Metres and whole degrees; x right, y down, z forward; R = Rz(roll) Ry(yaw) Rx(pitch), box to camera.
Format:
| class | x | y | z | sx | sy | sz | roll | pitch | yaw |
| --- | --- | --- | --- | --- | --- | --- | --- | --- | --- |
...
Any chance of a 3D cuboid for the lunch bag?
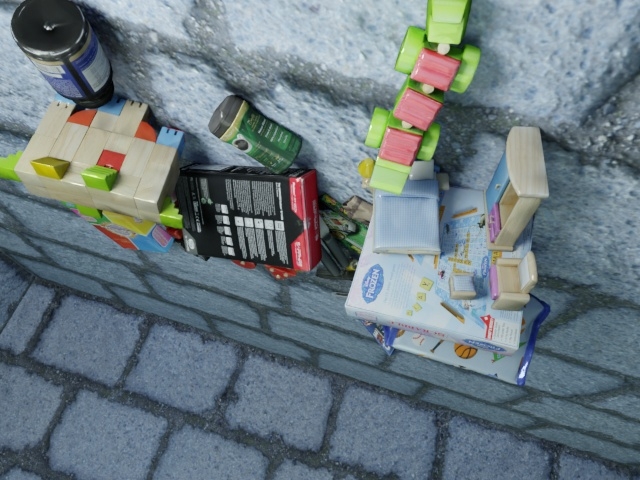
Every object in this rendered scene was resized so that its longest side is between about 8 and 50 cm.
| class | x | y | z | sx | sy | sz | roll | pitch | yaw |
| --- | --- | --- | --- | --- | --- | --- | --- | --- | --- |
| lunch bag | 0.329 | 0.151 | 1.190 | 0.327 | 0.239 | 0.385 | 19 | -173 | 3 |

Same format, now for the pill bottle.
| class | x | y | z | sx | sy | sz | roll | pitch | yaw |
| --- | --- | --- | --- | --- | --- | --- | --- | --- | --- |
| pill bottle | -0.469 | -0.341 | 0.890 | 0.122 | 0.123 | 0.219 | 21 | 167 | -4 |

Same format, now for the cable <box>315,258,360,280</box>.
| class | x | y | z | sx | sy | sz | roll | pitch | yaw |
| --- | --- | --- | --- | --- | --- | --- | --- | --- | --- |
| cable | 0.098 | 0.093 | 1.496 | 0.139 | 0.072 | 0.287 | 12 | 172 | -27 |

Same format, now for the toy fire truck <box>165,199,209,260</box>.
| class | x | y | z | sx | sy | sz | roll | pitch | yaw |
| --- | --- | --- | --- | --- | --- | --- | --- | --- | --- |
| toy fire truck | -0.419 | -0.059 | 1.373 | 0.217 | 0.158 | 0.246 | 16 | 151 | 50 |

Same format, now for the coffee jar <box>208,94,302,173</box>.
| class | x | y | z | sx | sy | sz | roll | pitch | yaw |
| --- | --- | --- | --- | --- | --- | --- | --- | --- | --- |
| coffee jar | -0.135 | -0.218 | 0.974 | 0.184 | 0.079 | 0.096 | 30 | 155 | -23 |

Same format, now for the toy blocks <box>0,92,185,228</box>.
| class | x | y | z | sx | sy | sz | roll | pitch | yaw |
| --- | --- | --- | --- | --- | --- | --- | --- | --- | --- |
| toy blocks | -0.461 | -0.202 | 1.051 | 0.381 | 0.261 | 0.191 | 14 | 153 | -5 |

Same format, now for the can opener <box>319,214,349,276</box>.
| class | x | y | z | sx | sy | sz | roll | pitch | yaw |
| --- | --- | --- | --- | --- | --- | --- | --- | --- | --- |
| can opener | 0.000 | 0.000 | 1.286 | 0.093 | 0.074 | 0.280 | 45 | 175 | 43 |

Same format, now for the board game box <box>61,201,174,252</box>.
| class | x | y | z | sx | sy | sz | roll | pitch | yaw |
| --- | --- | --- | --- | --- | --- | --- | --- | --- | --- |
| board game box | -0.714 | -0.069 | 1.680 | 0.242 | 0.064 | 0.316 | 4 | 151 | 28 |

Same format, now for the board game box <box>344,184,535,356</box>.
| class | x | y | z | sx | sy | sz | roll | pitch | yaw |
| --- | --- | --- | --- | --- | --- | --- | --- | --- | --- |
| board game box | 0.244 | 0.035 | 0.944 | 0.317 | 0.319 | 0.066 | 13 | 154 | 14 |

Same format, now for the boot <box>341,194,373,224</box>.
| class | x | y | z | sx | sy | sz | roll | pitch | yaw |
| --- | --- | --- | --- | --- | --- | --- | --- | --- | --- |
| boot | 0.109 | -0.078 | 1.135 | 0.087 | 0.042 | 0.118 | 39 | 142 | -21 |

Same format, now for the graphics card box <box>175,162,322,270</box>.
| class | x | y | z | sx | sy | sz | roll | pitch | yaw |
| --- | --- | --- | --- | --- | --- | --- | --- | --- | --- |
| graphics card box | -0.181 | -0.064 | 1.166 | 0.370 | 0.094 | 0.233 | 5 | 114 | 23 |

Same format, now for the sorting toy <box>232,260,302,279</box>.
| class | x | y | z | sx | sy | sz | roll | pitch | yaw |
| --- | --- | --- | --- | --- | --- | --- | --- | --- | --- |
| sorting toy | -0.169 | 0.037 | 1.492 | 0.257 | 0.090 | 0.255 | 19 | 155 | -1 |

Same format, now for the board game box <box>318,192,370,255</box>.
| class | x | y | z | sx | sy | sz | roll | pitch | yaw |
| --- | --- | --- | --- | --- | --- | --- | --- | --- | --- |
| board game box | 0.071 | -0.032 | 1.263 | 0.259 | 0.030 | 0.136 | 32 | 149 | -25 |

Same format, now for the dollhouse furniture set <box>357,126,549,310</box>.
| class | x | y | z | sx | sy | sz | roll | pitch | yaw |
| --- | --- | --- | --- | --- | --- | --- | --- | --- | --- |
| dollhouse furniture set | 0.210 | -0.049 | 0.834 | 0.303 | 0.287 | 0.198 | 3 | 152 | 7 |

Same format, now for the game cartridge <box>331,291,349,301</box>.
| class | x | y | z | sx | sy | sz | roll | pitch | yaw |
| --- | --- | --- | --- | --- | --- | --- | --- | --- | --- |
| game cartridge | 0.088 | 0.212 | 1.750 | 0.083 | 0.017 | 0.056 | 4 | 147 | 28 |

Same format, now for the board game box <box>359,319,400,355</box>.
| class | x | y | z | sx | sy | sz | roll | pitch | yaw |
| --- | --- | --- | --- | --- | --- | --- | --- | --- | --- |
| board game box | 0.234 | 0.211 | 1.316 | 0.165 | 0.243 | 0.042 | 49 | 136 | 34 |

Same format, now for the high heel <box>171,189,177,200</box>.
| class | x | y | z | sx | sy | sz | roll | pitch | yaw |
| --- | --- | --- | --- | --- | --- | --- | --- | --- | --- |
| high heel | -0.481 | -0.171 | 1.347 | 0.244 | 0.082 | 0.117 | 10 | 119 | 54 |

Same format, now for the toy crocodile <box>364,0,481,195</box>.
| class | x | y | z | sx | sy | sz | roll | pitch | yaw |
| --- | --- | --- | --- | --- | --- | --- | --- | --- | --- |
| toy crocodile | 0.146 | -0.205 | 0.723 | 0.115 | 0.105 | 0.341 | 20 | 133 | 0 |
